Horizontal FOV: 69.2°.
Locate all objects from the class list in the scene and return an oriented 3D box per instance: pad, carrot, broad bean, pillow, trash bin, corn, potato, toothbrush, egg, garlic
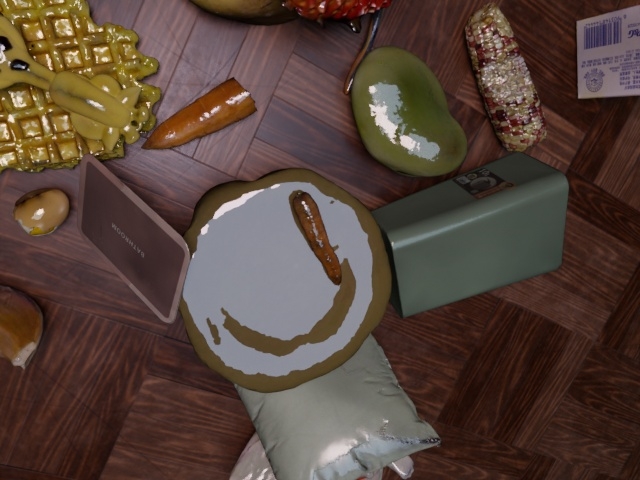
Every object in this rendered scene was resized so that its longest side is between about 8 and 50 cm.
[{"bbox_3d":[-0.300,-0.002,0.721,0.002,0.266,0.176,-27,149,-50],"label":"pad"},{"bbox_3d":[-0.001,0.001,0.715,0.036,0.036,0.165,-25,105,-9],"label":"carrot"},{"bbox_3d":[0.155,-0.229,0.866,0.189,0.121,0.263,-36,99,-10],"label":"broad bean"},{"bbox_3d":[0.016,0.315,0.880,0.313,0.310,0.119,-24,148,-11],"label":"pillow"},{"bbox_3d":[0.281,-0.005,0.903,0.344,0.158,0.222,-20,123,-9],"label":"trash bin"},{"bbox_3d":[0.360,-0.311,0.905,0.098,0.098,0.289,-31,110,-7],"label":"corn"},{"bbox_3d":[-0.111,-0.401,0.731,0.243,0.138,0.098,1,107,-13],"label":"potato"},{"bbox_3d":[-0.212,-0.204,0.786,0.205,0.072,0.072,-29,109,-5],"label":"carrot"},{"bbox_3d":[0.110,-0.420,0.848,0.031,0.023,0.320,24,96,-11],"label":"toothbrush"},{"bbox_3d":[-0.449,-0.049,0.753,0.083,0.071,0.071,-33,109,-11],"label":"egg"},{"bbox_3d":[-0.546,0.125,0.736,0.198,0.128,0.090,31,109,-23],"label":"garlic"}]

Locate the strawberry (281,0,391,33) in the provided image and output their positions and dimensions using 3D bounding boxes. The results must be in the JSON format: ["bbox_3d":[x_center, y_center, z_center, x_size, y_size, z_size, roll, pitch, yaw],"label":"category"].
[{"bbox_3d":[0.043,-0.437,0.690,0.233,0.138,0.306,47,48,-28],"label":"strawberry"}]

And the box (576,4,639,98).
[{"bbox_3d":[0.628,-0.363,0.879,0.097,0.265,0.168,-16,106,-15],"label":"box"}]

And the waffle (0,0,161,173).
[{"bbox_3d":[-0.420,-0.232,0.725,0.312,0.060,0.307,22,97,-18],"label":"waffle"}]

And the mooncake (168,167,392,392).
[{"bbox_3d":[-0.076,0.055,0.825,0.379,0.201,0.378,-2,99,-14],"label":"mooncake"}]

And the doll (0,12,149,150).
[{"bbox_3d":[-0.390,-0.229,0.658,0.291,0.086,0.117,24,99,-16],"label":"doll"}]

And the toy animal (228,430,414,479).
[{"bbox_3d":[-0.015,0.468,0.960,0.308,0.188,0.266,-42,79,-15],"label":"toy animal"}]
